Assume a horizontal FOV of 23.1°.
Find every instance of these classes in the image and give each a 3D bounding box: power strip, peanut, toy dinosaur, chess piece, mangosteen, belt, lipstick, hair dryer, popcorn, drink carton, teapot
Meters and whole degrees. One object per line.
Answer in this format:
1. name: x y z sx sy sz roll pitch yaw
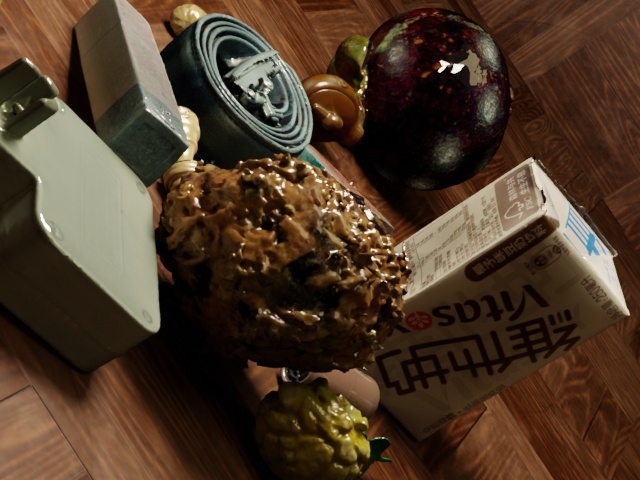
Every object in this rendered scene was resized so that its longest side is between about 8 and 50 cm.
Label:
1. power strip: -0.236 -0.050 1.377 0.261 0.141 0.229 46 20 -34
2. peanut: -0.152 -0.267 2.033 0.113 0.054 0.054 36 28 -45
3. toy dinosaur: 0.055 0.234 1.721 0.119 0.060 0.029 29 38 -48
4. chess piece: -0.150 -0.070 1.727 0.060 0.060 0.172 36 30 -44
5. mangosteen: 0.150 -0.215 2.369 0.288 0.288 0.288 47 22 -25
6. belt: -0.101 -0.178 1.913 0.206 0.116 0.267 46 24 -14
7. lipstick: -0.203 -0.167 1.644 0.066 0.068 0.317 40 14 -30
8. hair dryer: -0.008 0.121 1.768 0.117 0.064 0.182 35 20 -42
9. popcorn: -0.008 0.195 1.571 0.106 0.120 0.116 52 45 -81
10. drink carton: 0.186 0.075 1.882 0.194 0.324 0.132 46 23 -26
11. teapot: 0.011 -0.177 2.193 0.129 0.098 0.078 40 12 -44

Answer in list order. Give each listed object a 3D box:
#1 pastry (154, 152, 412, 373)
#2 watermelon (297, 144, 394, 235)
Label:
1. pastry: -0.048 0.043 1.527 0.275 0.275 0.193 42 43 -35
2. watermelon: 0.015 -0.052 2.064 0.241 0.094 0.154 36 18 -47
